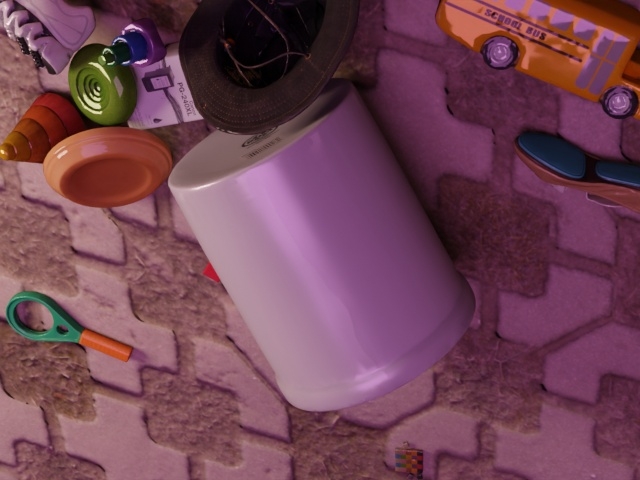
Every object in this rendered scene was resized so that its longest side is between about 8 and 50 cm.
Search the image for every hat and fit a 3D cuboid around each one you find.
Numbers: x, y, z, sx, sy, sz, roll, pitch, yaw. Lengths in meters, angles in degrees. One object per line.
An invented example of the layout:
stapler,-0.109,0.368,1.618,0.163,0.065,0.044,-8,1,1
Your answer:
hat,-0.039,-0.291,1.753,0.331,0.331,0.134,-34,148,26

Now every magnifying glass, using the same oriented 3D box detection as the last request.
magnifying glass,-0.440,0.157,2.175,0.231,0.026,0.092,24,121,-1

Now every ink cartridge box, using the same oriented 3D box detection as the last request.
ink cartridge box,-0.227,-0.236,1.879,0.150,0.063,0.109,-8,117,17

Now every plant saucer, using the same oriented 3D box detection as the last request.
plant saucer,-0.327,-0.106,1.926,0.200,0.037,0.200,-10,152,-5

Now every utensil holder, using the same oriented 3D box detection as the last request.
utensil holder,0.000,0.000,1.827,0.328,0.327,0.385,-22,111,22

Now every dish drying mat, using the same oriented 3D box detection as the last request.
dish drying mat,-0.163,0.032,2.055,0.032,0.008,0.083,30,122,-6

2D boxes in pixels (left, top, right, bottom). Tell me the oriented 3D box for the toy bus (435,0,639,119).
toy bus,0.325,-0.286,1.715,0.333,0.108,0.130,22,120,-1

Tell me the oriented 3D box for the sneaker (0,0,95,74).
sneaker,-0.457,-0.378,1.831,0.292,0.110,0.118,44,80,-1

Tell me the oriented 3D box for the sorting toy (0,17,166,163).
sorting toy,-0.370,-0.203,1.835,0.365,0.126,0.127,-33,91,43

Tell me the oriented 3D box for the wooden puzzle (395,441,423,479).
wooden puzzle,0.157,0.390,2.198,0.049,0.006,0.083,3,120,10

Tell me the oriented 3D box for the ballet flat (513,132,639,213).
ballet flat,0.388,-0.091,1.836,0.232,0.080,0.073,18,137,2
